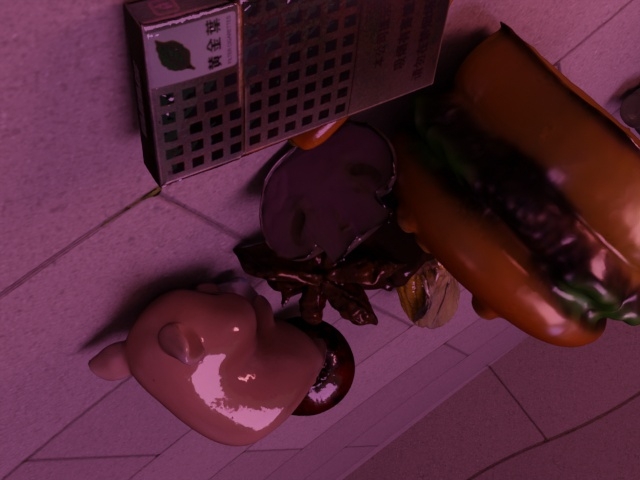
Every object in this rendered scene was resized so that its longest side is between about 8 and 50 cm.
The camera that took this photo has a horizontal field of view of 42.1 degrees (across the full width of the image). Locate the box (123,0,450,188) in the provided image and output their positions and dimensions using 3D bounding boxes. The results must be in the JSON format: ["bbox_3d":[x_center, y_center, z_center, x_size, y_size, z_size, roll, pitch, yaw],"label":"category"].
[{"bbox_3d":[-0.017,-0.177,0.775,0.325,0.047,0.180,-25,146,-24],"label":"box"}]

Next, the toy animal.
[{"bbox_3d":[-0.127,0.151,1.114,0.195,0.256,0.212,-22,-146,42],"label":"toy animal"}]

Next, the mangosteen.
[{"bbox_3d":[-0.034,0.213,1.437,0.200,0.200,0.200,-31,157,-14],"label":"mangosteen"}]

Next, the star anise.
[{"bbox_3d":[0.006,0.042,1.118,0.213,0.111,0.196,-20,125,1],"label":"star anise"}]

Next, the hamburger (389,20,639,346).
[{"bbox_3d":[0.280,-0.049,1.063,0.277,0.395,0.396,-47,156,21],"label":"hamburger"}]

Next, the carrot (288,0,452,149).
[{"bbox_3d":[0.056,-0.190,0.916,0.248,0.043,0.043,-44,157,12],"label":"carrot"}]

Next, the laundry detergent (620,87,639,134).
[{"bbox_3d":[0.718,-0.280,1.606,0.398,0.124,0.264,-13,150,-41],"label":"laundry detergent"}]

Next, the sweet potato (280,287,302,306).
[{"bbox_3d":[0.002,-0.001,1.186,0.068,0.068,0.226,-6,134,-51],"label":"sweet potato"}]

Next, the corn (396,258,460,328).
[{"bbox_3d":[0.201,0.073,1.539,0.123,0.122,0.305,-36,156,-5],"label":"corn"}]

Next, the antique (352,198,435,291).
[{"bbox_3d":[0.135,-0.004,1.305,0.257,0.121,0.143,-33,168,-27],"label":"antique"}]

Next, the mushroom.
[{"bbox_3d":[0.017,-0.060,0.998,0.188,0.141,0.117,-42,180,19],"label":"mushroom"}]
